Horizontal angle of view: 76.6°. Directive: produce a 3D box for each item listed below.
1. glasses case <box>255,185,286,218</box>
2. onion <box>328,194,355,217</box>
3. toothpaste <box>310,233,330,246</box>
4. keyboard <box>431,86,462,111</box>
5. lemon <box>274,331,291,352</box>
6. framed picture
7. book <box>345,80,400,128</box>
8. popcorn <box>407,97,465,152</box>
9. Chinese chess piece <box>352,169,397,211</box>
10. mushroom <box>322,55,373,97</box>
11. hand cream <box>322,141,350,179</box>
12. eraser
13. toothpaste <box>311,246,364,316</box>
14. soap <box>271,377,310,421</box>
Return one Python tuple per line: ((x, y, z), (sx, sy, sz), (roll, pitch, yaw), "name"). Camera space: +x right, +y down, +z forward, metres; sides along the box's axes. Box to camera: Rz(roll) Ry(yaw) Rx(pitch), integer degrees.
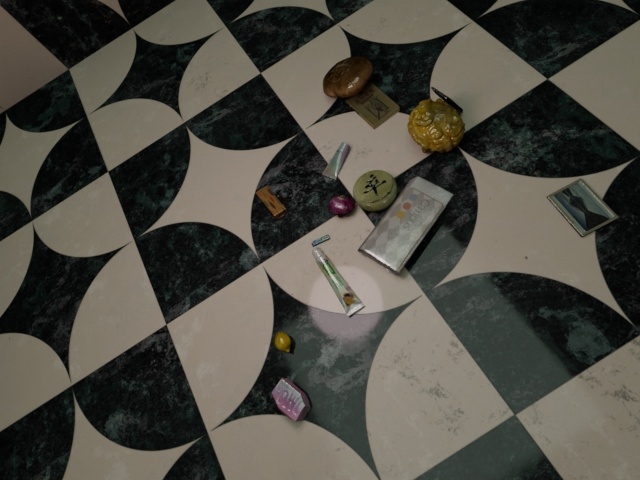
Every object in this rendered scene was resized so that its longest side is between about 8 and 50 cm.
((-0.228, -0.176, 1.877), (0.065, 0.041, 0.170), (-34, 63, -13), "glasses case")
((0.092, -0.147, 1.754), (0.115, 0.115, 0.104), (12, 116, 19), "onion")
((0.000, 0.000, 1.756), (0.084, 0.017, 0.020), (-25, 64, 5), "toothpaste")
((0.544, -0.598, 1.734), (0.106, 0.262, 0.016), (43, 114, 21), "keyboard")
((-0.148, 0.404, 1.604), (0.065, 0.065, 0.092), (-32, 70, 1), "lemon")
((0.992, -0.127, 1.542), (0.150, 0.015, 0.203), (-28, 64, 3), "framed picture")
((0.250, -0.654, 1.952), (0.161, 0.026, 0.230), (-38, 64, -2), "book")
((0.490, -0.484, 1.736), (0.251, 0.190, 0.249), (-2, 60, 4), "popcorn")
((0.231, -0.214, 1.728), (0.189, 0.083, 0.188), (-12, 57, 18), "Chinese chess piece")
((0.129, -0.788, 1.963), (0.279, 0.146, 0.278), (-19, 45, 20), "mushroom")
((0.077, -0.370, 1.877), (0.076, 0.047, 0.174), (26, 85, 22), "hand cream")
((0.344, -0.069, 1.655), (0.213, 0.082, 0.396), (34, 80, 24), "eraser")
((0.060, 0.160, 1.660), (0.314, 0.056, 0.058), (55, 129, 23), "toothpaste")
((-0.109, 0.600, 1.517), (0.149, 0.056, 0.100), (33, 82, 24), "soap")
